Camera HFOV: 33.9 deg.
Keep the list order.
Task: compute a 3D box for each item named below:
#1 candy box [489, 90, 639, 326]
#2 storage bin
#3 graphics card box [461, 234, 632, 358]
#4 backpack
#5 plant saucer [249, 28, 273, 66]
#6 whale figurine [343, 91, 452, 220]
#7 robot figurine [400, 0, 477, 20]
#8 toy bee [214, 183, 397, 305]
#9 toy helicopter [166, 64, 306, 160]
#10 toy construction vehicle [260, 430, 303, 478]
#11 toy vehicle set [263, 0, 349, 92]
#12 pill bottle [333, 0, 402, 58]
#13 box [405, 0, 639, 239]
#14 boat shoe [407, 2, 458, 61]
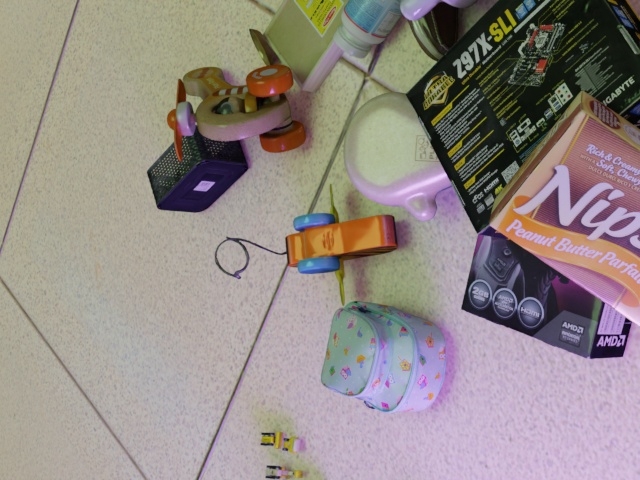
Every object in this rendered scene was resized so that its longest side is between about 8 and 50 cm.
[{"bbox_3d":[0.387,-0.013,1.264,0.316,0.087,0.183,34,118,-2],"label":"candy box"},{"bbox_3d":[-0.240,-0.136,2.043,0.180,0.122,0.084,-39,60,38],"label":"storage bin"},{"bbox_3d":[0.341,-0.046,1.441,0.233,0.094,0.370,21,104,45],"label":"graphics card box"},{"bbox_3d":[0.100,0.187,1.650,0.188,0.144,0.165,15,93,43],"label":"backpack"},{"bbox_3d":[-0.108,-0.362,1.965,0.015,0.083,0.083,-28,58,-6],"label":"plant saucer"},{"bbox_3d":[0.175,-0.137,1.620,0.272,0.141,0.216,2,90,22],"label":"whale figurine"},{"bbox_3d":[0.222,-0.470,1.468,0.353,0.300,0.199,-38,27,26],"label":"robot figurine"},{"bbox_3d":[0.000,0.000,1.784,0.298,0.162,0.195,14,89,22],"label":"toy bee"},{"bbox_3d":[-0.193,-0.253,1.947,0.355,0.235,0.140,-135,28,-57],"label":"toy helicopter"},{"bbox_3d":[-0.067,0.389,1.897,0.098,0.035,0.085,-11,68,43],"label":"toy construction vehicle"},{"bbox_3d":[0.009,-0.416,1.858,0.267,0.035,0.166,-53,53,30],"label":"toy vehicle set"},{"bbox_3d":[0.090,-0.383,1.733,0.160,0.087,0.087,-53,53,31],"label":"pill bottle"},{"bbox_3d":[0.284,-0.195,1.391,0.322,0.079,0.257,-44,54,34],"label":"box"},{"bbox_3d":[0.183,-0.410,1.633,0.095,0.095,0.257,-22,72,38],"label":"boat shoe"}]
